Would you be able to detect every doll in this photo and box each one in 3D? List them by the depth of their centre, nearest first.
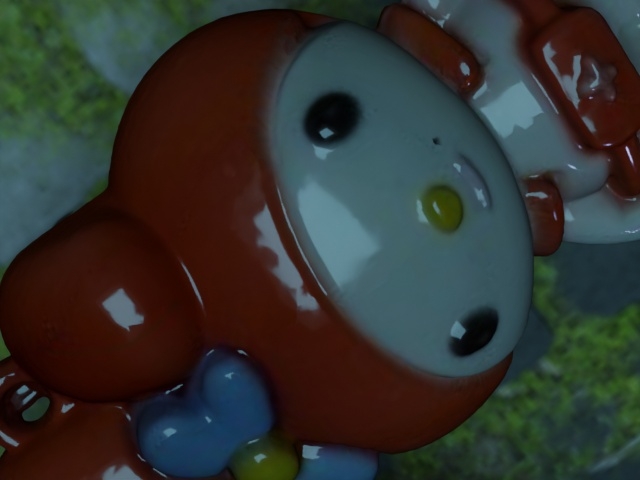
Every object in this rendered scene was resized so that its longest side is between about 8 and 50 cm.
[{"bbox_3d":[0.000,0.000,0.471,0.290,0.130,0.161,-36,106,-4],"label":"doll"}]
